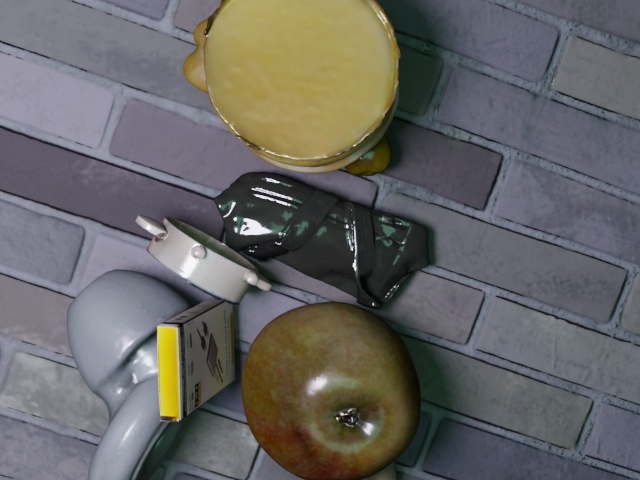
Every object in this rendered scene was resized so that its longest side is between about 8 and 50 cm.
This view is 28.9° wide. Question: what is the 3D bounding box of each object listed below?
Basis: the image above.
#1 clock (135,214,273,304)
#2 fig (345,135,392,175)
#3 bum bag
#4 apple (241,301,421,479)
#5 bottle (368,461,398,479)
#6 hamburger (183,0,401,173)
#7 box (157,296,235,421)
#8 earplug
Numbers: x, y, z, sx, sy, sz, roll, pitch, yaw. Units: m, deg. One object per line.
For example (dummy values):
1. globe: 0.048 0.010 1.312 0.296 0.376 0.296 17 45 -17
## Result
1. clock: -0.164 0.031 1.724 0.229 0.155 0.063 27 96 -31
2. fig: 0.064 -0.134 1.764 0.074 0.074 0.088 -8 81 -4
3. bum bag: 0.000 0.000 1.773 0.326 0.080 0.142 19 92 -7
4. apple: 0.014 0.216 1.729 0.257 0.234 0.257 -1 101 -4
5. bottle: 0.095 0.369 1.850 0.045 0.045 0.096 -9 100 -4
6. hamburger: -0.042 -0.224 1.679 0.302 0.186 0.261 7 85 0
7. box: -0.162 0.153 1.698 0.033 0.247 0.129 1 99 15
8. earplug: -0.265 0.203 1.724 0.175 0.214 0.326 1 92 10
